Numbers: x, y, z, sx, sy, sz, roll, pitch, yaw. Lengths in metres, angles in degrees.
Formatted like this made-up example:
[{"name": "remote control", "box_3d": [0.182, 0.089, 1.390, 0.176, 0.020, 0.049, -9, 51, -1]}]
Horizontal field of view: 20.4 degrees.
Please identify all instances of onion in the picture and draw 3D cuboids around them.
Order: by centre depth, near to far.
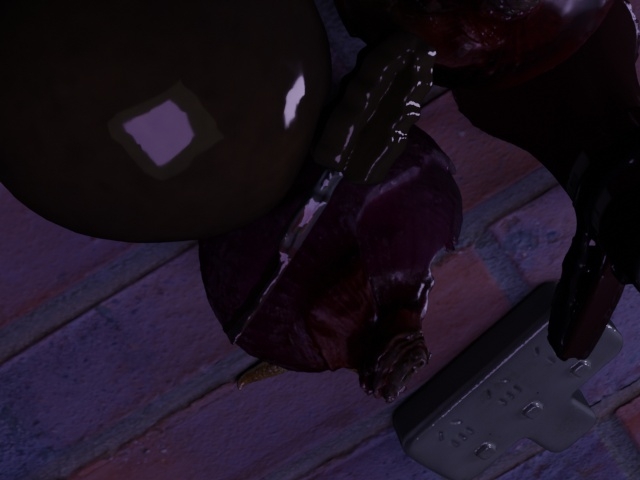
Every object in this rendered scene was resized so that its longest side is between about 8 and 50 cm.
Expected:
[{"name": "onion", "box_3d": [0.136, -0.237, 1.510, 0.272, 0.195, 0.272, -1, 119, -2]}, {"name": "onion", "box_3d": [0.000, 0.000, 1.588, 0.267, 0.348, 0.159, -45, 114, 6]}]

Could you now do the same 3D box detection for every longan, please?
[{"name": "longan", "box_3d": [-0.138, -0.136, 1.438, 0.297, 0.297, 0.297, -11, 132, -12]}]

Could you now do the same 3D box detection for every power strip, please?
[{"name": "power strip", "box_3d": [0.231, 0.176, 2.006, 0.265, 0.059, 0.194, -43, 130, 17]}]

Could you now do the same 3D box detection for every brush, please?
[{"name": "brush", "box_3d": [0.004, -0.042, 1.491, 0.071, 0.084, 0.301, 30, 94, -13]}]

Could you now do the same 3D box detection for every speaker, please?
[{"name": "speaker", "box_3d": [0.233, -0.051, 1.643, 0.198, 0.329, 0.259, 24, 124, -35]}]

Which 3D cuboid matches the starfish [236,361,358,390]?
[{"name": "starfish", "box_3d": [-0.021, 0.108, 1.864, 0.208, 0.053, 0.176, 32, 123, -32]}]
